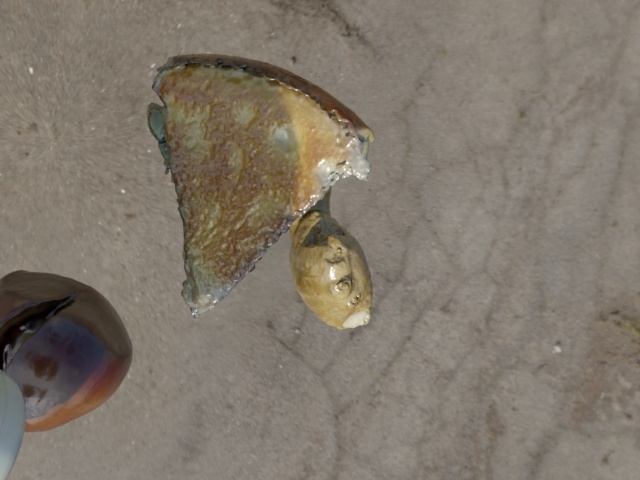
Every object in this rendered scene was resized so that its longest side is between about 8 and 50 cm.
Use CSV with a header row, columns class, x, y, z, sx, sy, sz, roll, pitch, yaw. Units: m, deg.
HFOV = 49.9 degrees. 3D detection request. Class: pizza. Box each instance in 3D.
class,x,y,z,sx,sy,sz,roll,pitch,yaw
pizza,-0.060,-0.033,0.506,0.185,0.052,0.195,25,107,19

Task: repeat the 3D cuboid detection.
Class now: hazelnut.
class,x,y,z,sx,sy,sz,roll,pitch,yaw
hazelnut,-0.394,0.157,0.981,0.217,0.251,0.217,-35,143,-32

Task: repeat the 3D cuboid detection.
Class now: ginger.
class,x,y,z,sx,sy,sz,roll,pitch,yaw
ginger,0.001,0.000,0.608,0.067,0.096,0.165,-16,90,-6

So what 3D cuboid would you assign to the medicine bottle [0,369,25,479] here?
class,x,y,z,sx,sy,sz,roll,pitch,yaw
medicine bottle,-0.395,0.122,0.536,0.170,0.170,0.293,-49,136,-9
